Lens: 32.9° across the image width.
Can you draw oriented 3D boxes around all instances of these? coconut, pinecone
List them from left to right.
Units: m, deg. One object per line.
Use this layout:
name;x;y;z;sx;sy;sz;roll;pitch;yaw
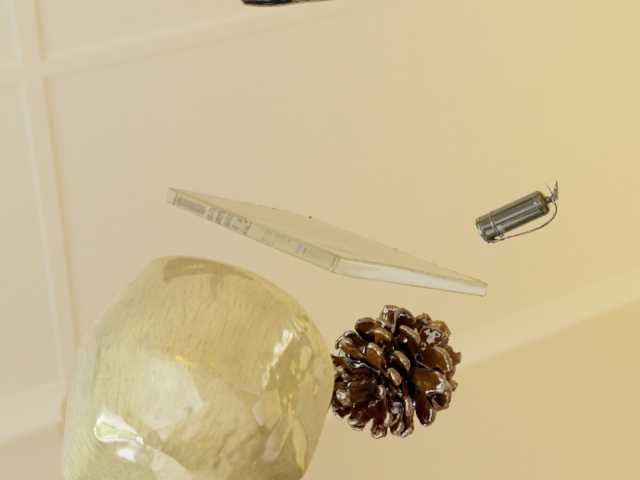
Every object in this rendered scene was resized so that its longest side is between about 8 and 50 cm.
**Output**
coconut;-0.093;0.119;0.816;0.224;0.224;0.224;-21;-41;-19
pinecone;0.096;0.182;1.472;0.195;0.150;0.179;-14;-79;-29

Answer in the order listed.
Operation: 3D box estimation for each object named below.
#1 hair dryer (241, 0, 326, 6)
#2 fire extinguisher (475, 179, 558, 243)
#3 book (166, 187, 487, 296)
hair dryer;-0.067;-0.384;0.906;0.303;0.120;0.359;13;-73;4
fire extinguisher;0.185;-0.023;0.990;0.083;0.038;0.025;-27;-16;24
book;0.000;0.000;1.169;0.217;0.310;0.021;10;-82;-40
